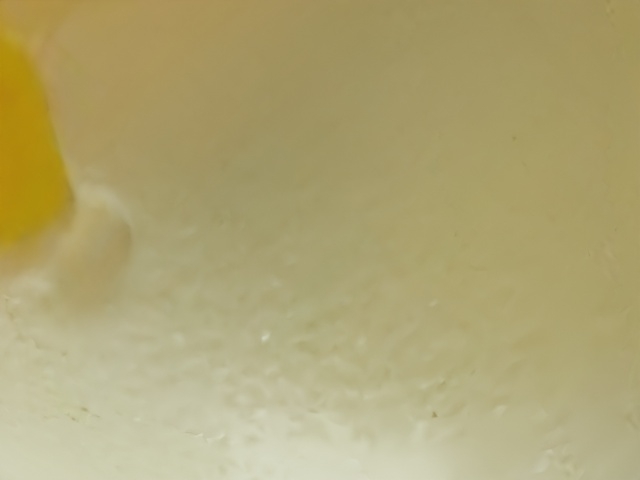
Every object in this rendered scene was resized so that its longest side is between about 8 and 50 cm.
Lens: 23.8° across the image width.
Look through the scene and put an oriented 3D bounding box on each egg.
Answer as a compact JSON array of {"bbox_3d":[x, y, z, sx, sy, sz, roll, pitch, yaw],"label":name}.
[{"bbox_3d":[-0.016,-0.027,0.488,0.283,0.345,0.283,-43,173,-6],"label":"egg"}]
